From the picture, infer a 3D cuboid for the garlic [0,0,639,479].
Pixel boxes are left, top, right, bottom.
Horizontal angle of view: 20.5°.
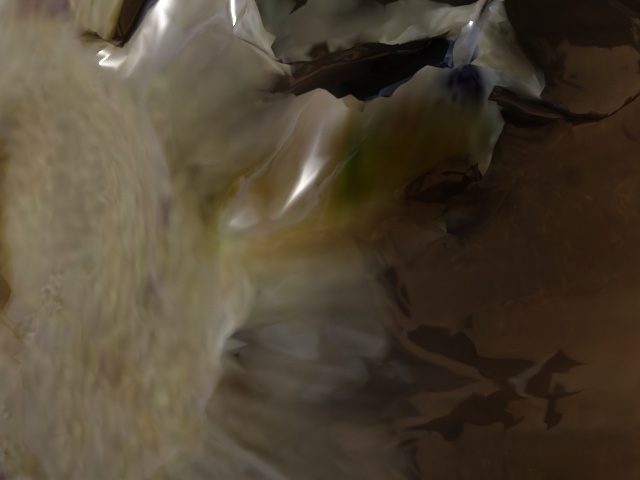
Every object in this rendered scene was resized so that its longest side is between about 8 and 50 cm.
[{"bbox_3d":[-0.012,0.004,0.538,0.241,0.322,0.322,6,-86,-24],"label":"garlic"}]
